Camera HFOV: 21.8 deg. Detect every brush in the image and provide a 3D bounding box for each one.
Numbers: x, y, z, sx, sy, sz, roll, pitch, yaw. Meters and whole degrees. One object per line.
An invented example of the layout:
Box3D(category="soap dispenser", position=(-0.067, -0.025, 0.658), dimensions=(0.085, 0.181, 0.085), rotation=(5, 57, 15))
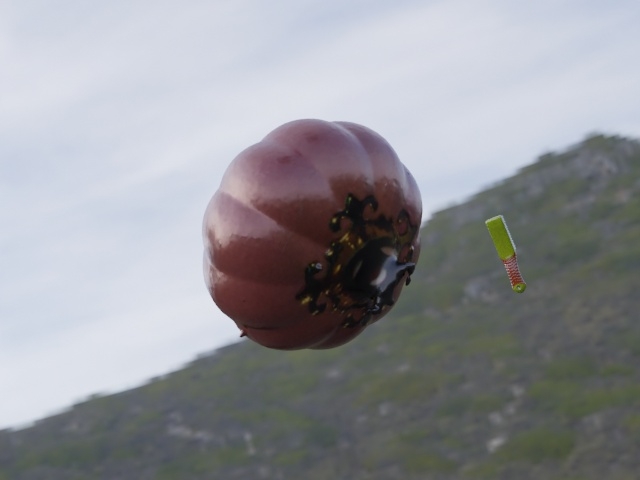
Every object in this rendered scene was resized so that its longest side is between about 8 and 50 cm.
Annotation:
Box3D(category="brush", position=(0.195, 0.015, 1.720), dimensions=(0.018, 0.083, 0.021), rotation=(-23, -7, 22))

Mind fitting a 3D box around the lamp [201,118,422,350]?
Box3D(category="lamp", position=(0.000, 0.000, 1.224), dimensions=(0.182, 0.182, 0.140), rotation=(-6, 24, -39))
